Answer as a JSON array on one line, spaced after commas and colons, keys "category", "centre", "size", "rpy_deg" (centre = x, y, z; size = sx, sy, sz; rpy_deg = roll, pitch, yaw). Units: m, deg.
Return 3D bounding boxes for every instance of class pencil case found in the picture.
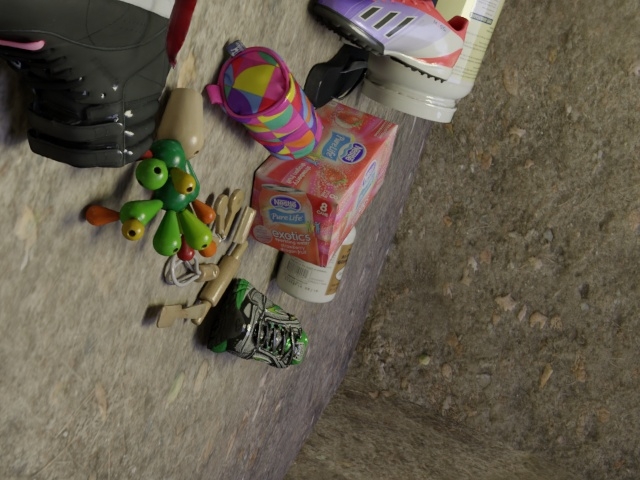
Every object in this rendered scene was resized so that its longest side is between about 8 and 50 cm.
[{"category": "pencil case", "centre": [-0.065, -0.176, 0.941], "size": [0.104, 0.104, 0.236], "rpy_deg": [-67, 166, -2]}]

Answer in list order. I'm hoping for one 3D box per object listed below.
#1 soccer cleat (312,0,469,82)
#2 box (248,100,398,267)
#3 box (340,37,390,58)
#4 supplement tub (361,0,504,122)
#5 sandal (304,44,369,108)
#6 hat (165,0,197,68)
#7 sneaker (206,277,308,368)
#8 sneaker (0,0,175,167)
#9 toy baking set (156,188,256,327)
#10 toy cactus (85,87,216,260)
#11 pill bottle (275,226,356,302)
[{"category": "soccer cleat", "centre": [0.121, -0.353, 1.149], "size": [0.318, 0.108, 0.116], "rpy_deg": [9, 114, -42]}, {"category": "box", "centre": [0.011, -0.109, 1.246], "size": [0.300, 0.154, 0.142], "rpy_deg": [-53, 161, -48]}, {"category": "box", "centre": [0.106, -0.391, 1.280], "size": [0.102, 0.101, 0.087], "rpy_deg": [-50, 158, -60]}, {"category": "supplement tub", "centre": [0.225, -0.424, 1.425], "size": [0.235, 0.235, 0.325], "rpy_deg": [-38, 148, -67]}, {"category": "sandal", "centre": [0.042, -0.292, 1.285], "size": [0.254, 0.054, 0.097], "rpy_deg": [-51, 160, -53]}, {"category": "hat", "centre": [-0.111, -0.280, 0.553], "size": [0.183, 0.208, 0.173], "rpy_deg": [-36, 125, -5]}, {"category": "sneaker", "centre": [-0.096, 0.158, 1.272], "size": [0.343, 0.146, 0.134], "rpy_deg": [40, 73, -77]}, {"category": "sneaker", "centre": [-0.181, -0.117, 0.497], "size": [0.296, 0.104, 0.147], "rpy_deg": [-39, 145, -75]}, {"category": "toy baking set", "centre": [-0.167, 0.034, 1.032], "size": [0.197, 0.030, 0.256], "rpy_deg": [84, 30, -60]}, {"category": "toy cactus", "centre": [-0.162, -0.071, 0.751], "size": [0.219, 0.112, 0.181], "rpy_deg": [56, 38, -73]}, {"category": "pill bottle", "centre": [0.000, 0.000, 1.442], "size": [0.131, 0.131, 0.229], "rpy_deg": [-36, 146, -68]}]
